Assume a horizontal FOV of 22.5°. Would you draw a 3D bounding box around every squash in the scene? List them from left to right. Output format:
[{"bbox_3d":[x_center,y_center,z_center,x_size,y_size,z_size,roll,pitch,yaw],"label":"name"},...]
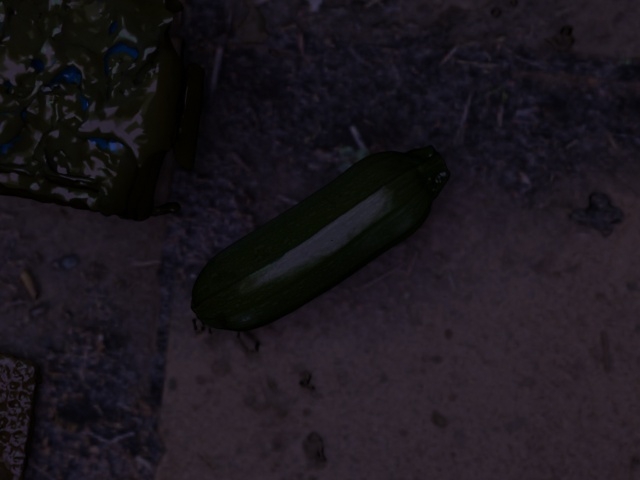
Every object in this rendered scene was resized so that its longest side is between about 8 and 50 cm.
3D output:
[{"bbox_3d":[0.000,0.000,1.196,0.219,0.077,0.068,-33,97,2],"label":"squash"}]

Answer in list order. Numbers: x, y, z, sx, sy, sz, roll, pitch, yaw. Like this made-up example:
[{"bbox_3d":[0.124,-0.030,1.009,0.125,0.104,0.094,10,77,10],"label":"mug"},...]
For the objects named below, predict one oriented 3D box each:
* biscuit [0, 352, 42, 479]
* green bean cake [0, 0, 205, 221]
[{"bbox_3d":[-0.292,0.194,1.243,0.131,0.025,0.230,10,91,3],"label":"biscuit"},{"bbox_3d":[-0.238,-0.136,1.108,0.310,0.285,0.202,12,87,2],"label":"green bean cake"}]
